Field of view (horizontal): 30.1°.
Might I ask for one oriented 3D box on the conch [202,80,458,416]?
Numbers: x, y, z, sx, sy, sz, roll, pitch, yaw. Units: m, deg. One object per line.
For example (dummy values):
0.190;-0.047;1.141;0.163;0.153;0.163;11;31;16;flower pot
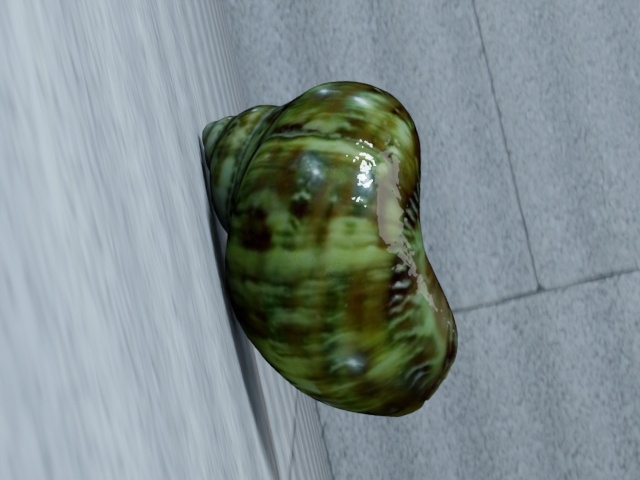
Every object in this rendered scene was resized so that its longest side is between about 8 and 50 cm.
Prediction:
-0.003;0.000;0.695;0.181;0.124;0.187;-118;-143;-48;conch
